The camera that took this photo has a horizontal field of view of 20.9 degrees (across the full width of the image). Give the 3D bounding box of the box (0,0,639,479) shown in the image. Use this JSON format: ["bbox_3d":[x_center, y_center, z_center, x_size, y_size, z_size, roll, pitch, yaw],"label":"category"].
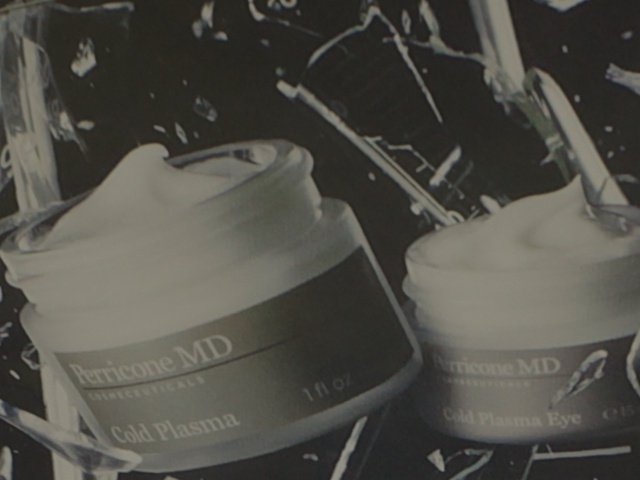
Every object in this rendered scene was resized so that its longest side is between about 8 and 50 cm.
[{"bbox_3d":[0.000,0.000,0.535,0.343,0.179,0.312,-11,-63,14],"label":"box"}]
